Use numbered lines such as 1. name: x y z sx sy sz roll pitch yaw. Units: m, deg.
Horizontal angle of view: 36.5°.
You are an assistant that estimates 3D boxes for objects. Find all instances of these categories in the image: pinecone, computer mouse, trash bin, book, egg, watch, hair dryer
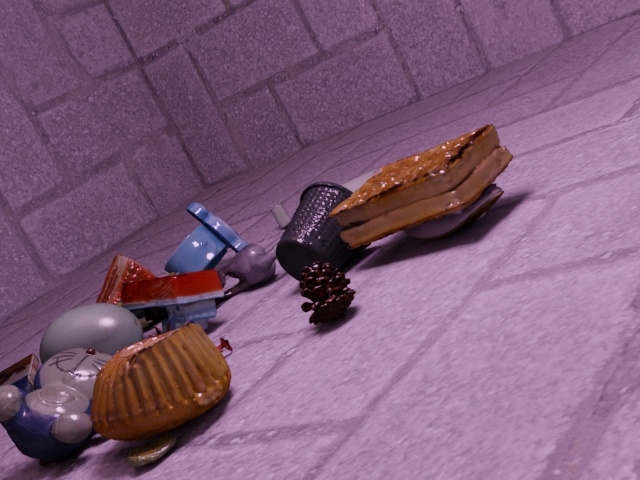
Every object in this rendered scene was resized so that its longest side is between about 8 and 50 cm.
1. pinecone: 0.008 0.089 1.635 0.102 0.102 0.109 -27 41 5
2. computer mouse: 0.244 -0.051 1.790 0.126 0.056 0.245 -37 11 -24
3. trash bin: 0.000 0.000 1.926 0.175 0.175 0.161 -16 30 46
4. book: -0.830 0.404 2.355 0.300 0.039 0.428 -30 11 -10
5. egg: -0.478 0.217 2.025 0.230 0.168 0.168 -20 13 16
6. watch: -0.301 0.033 2.475 0.193 0.211 0.211 -49 15 -9
7. hair dryer: -0.108 -0.065 2.694 0.037 0.063 0.124 -31 -1 -3

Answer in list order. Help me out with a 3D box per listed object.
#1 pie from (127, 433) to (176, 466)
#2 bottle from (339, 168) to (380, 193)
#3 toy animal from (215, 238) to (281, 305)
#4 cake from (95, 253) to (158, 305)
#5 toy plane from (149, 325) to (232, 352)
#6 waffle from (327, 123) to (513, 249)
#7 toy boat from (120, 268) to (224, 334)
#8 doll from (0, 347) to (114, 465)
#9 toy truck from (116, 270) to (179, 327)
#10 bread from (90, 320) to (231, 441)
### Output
1. pie: -0.249 0.313 1.442 0.084 0.021 0.084 -23 7 3
2. bottle: 0.094 -0.094 2.217 0.245 0.104 0.104 -24 12 23
3. toy animal: -0.145 0.057 2.144 0.324 0.090 0.195 -35 14 19
4. cake: -0.533 0.149 2.477 0.262 0.160 0.158 -34 16 -21
5. toy plane: -0.257 0.215 1.793 0.194 0.126 0.077 8 56 9
6. waffle: 0.182 -0.096 1.787 0.308 0.091 0.213 -21 15 47
7. toy boat: -0.329 0.142 2.070 0.145 0.133 0.331 -10 1 -36
8. doll: -0.442 0.281 1.720 0.228 0.154 0.258 11 33 16
9. toy truck: -0.395 0.154 2.328 0.191 0.085 0.116 -26 16 1
10. bread: -0.260 0.227 1.530 0.239 0.139 0.240 -26 4 2
